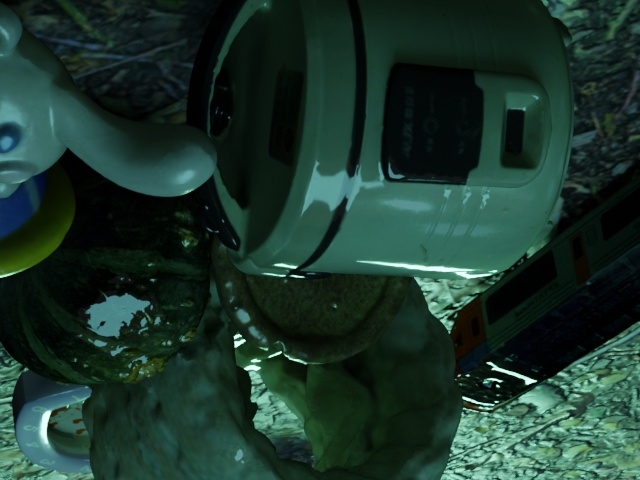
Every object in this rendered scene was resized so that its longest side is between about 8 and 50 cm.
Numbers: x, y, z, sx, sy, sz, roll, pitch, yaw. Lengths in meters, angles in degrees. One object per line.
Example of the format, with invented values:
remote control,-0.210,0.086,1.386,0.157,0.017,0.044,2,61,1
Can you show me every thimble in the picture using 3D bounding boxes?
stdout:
thimble,-0.043,0.135,1.534,0.291,0.291,0.195,10,144,-32

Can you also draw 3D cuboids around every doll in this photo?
doll,-0.210,-0.068,1.243,0.311,0.159,0.242,15,122,9

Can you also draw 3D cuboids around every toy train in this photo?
toy train,0.245,0.022,1.623,0.086,0.089,0.409,18,139,-33

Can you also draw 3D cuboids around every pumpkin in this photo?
pumpkin,-0.162,0.016,1.378,0.146,0.190,0.190,4,146,-29

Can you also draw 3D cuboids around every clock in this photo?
clock,-0.196,0.135,1.682,0.172,0.064,0.198,20,137,-42

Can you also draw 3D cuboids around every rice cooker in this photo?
rice cooker,0.032,-0.083,1.253,0.244,0.226,0.226,5,146,-19

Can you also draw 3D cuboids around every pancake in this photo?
pancake,-0.001,0.000,1.434,0.199,0.199,0.021,13,180,-36
